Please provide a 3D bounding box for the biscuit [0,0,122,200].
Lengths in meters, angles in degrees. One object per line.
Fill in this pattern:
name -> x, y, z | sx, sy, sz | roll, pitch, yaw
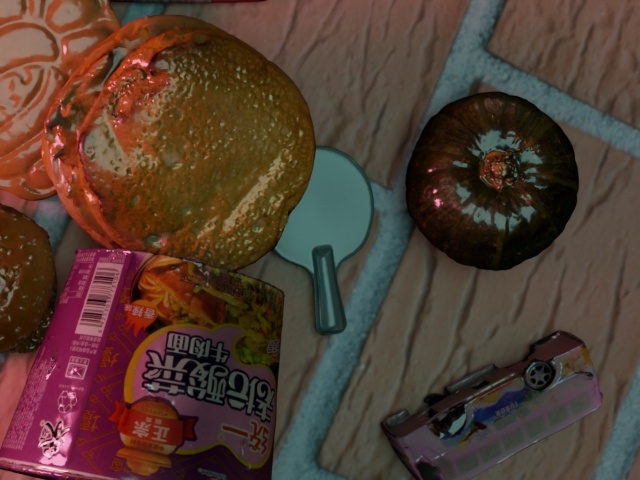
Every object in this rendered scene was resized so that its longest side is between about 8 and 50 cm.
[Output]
biscuit -> -0.393, -0.221, 1.812 | 0.351, 0.057, 0.312 | 43, 89, -11

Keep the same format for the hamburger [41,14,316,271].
hamburger -> -0.168, -0.110, 1.799 | 0.314, 0.170, 0.290 | 37, 86, -32

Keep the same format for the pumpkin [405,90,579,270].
pumpkin -> 0.212, -0.073, 1.916 | 0.223, 0.157, 0.224 | 1, 75, -3

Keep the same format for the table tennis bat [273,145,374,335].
table tennis bat -> 0.000, 0.000, 1.930 | 0.149, 0.038, 0.237 | -8, 88, -12

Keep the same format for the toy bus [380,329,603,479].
toy bus -> 0.220, 0.218, 1.956 | 0.274, 0.090, 0.112 | -26, 105, -10

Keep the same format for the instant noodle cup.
instant noodle cup -> -0.185, 0.165, 1.764 | 0.340, 0.340, 0.266 | 14, 77, -13

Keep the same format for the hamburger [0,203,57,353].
hamburger -> -0.398, 0.047, 1.796 | 0.215, 0.122, 0.189 | 20, 86, -15

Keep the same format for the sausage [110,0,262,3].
sausage -> -0.174, -0.307, 1.886 | 0.253, 0.034, 0.034 | -1, 91, -13
